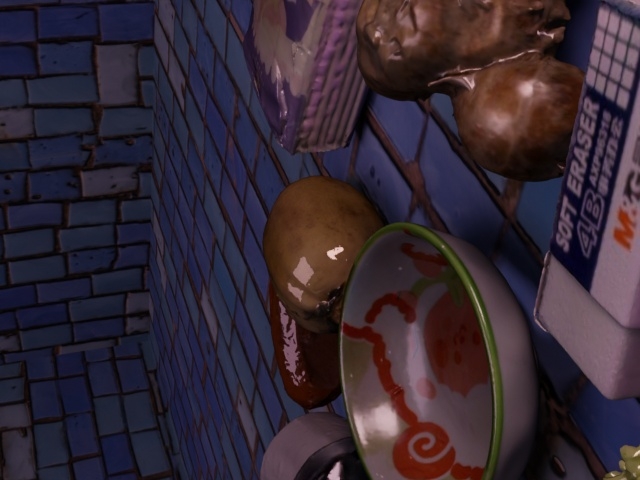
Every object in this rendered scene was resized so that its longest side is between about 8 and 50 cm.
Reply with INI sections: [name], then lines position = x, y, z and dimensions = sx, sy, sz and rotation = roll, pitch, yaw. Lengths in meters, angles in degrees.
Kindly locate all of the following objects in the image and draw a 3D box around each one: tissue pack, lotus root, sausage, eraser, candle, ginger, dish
[tissue pack]
position = -0.003, -0.315, 1.215
dimensions = 0.343, 0.125, 0.242
rotation = 109, 149, -48
[lotus root]
position = 0.000, 0.000, 1.278
dimensions = 0.310, 0.183, 0.182
rotation = -114, 24, -52
[sausage]
position = -0.016, 0.133, 1.420
dimensions = 0.133, 0.133, 0.258
rotation = -168, 70, -70
[eraser]
position = 0.243, -0.034, 0.682
dimensions = 0.130, 0.086, 0.287
rotation = -123, 32, -54
[candle]
position = 0.009, 0.349, 1.339
dimensions = 0.330, 0.188, 0.187
rotation = -168, 72, -70
[ginger]
position = 0.143, -0.242, 0.784
dimensions = 0.256, 0.176, 0.375
rotation = 20, 115, 49
[dish]
position = 0.142, 0.139, 0.988
dimensions = 0.324, 0.124, 0.324
rotation = 177, 90, -65

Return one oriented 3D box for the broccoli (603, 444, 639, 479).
[broccoli]
position = 0.250, 0.265, 0.525
dimensions = 0.339, 0.317, 0.277
rotation = 19, 109, 28
